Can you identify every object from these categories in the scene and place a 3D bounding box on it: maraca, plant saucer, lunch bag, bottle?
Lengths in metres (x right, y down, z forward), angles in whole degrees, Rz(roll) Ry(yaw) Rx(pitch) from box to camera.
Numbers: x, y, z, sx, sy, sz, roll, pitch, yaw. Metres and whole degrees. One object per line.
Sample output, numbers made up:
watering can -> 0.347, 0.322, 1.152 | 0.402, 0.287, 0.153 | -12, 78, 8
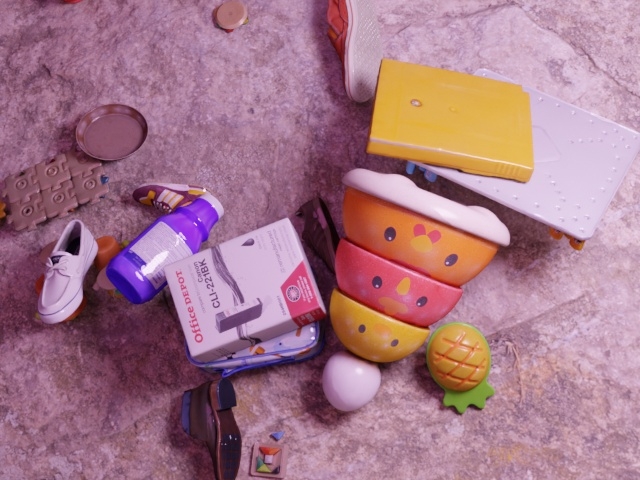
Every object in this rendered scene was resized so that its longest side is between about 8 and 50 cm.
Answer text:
maraca -> 0.280, 0.253, 1.722 | 0.127, 0.099, 0.185 | -14, 96, 8
plant saucer -> -0.489, -0.250, 2.039 | 0.169, 0.029, 0.168 | 2, 58, -3
lunch bag -> -0.147, 0.160, 1.817 | 0.304, 0.115, 0.243 | -10, 72, 5
bottle -> -0.319, 0.008, 1.827 | 0.118, 0.092, 0.283 | 48, 58, -9

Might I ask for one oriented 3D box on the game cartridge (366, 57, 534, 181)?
game cartridge -> 0.265, -0.247, 1.748 | 0.324, 0.052, 0.285 | 12, 45, 0

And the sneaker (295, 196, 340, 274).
sneaker -> 0.000, 0.000, 1.880 | 0.071, 0.066, 0.188 | -26, 63, 18

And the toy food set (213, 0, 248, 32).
toy food set -> -0.219, -0.550, 2.118 | 0.083, 0.020, 0.082 | -21, 70, 2

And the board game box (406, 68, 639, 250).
board game box -> 0.421, -0.180, 1.772 | 0.390, 0.050, 0.390 | 27, 48, 17

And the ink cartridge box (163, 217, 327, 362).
ink cartridge box -> -0.150, 0.102, 1.716 | 0.273, 0.114, 0.196 | -22, 74, 2

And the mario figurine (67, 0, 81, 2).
mario figurine -> -0.668, -0.739, 2.176 | 0.198, 0.170, 0.320 | -52, 58, 27

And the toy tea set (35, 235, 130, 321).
toy tea set -> -0.473, 0.085, 1.918 | 0.336, 0.124, 0.200 | -6, 41, 11

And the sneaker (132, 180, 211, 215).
sneaker -> -0.341, -0.083, 1.954 | 0.186, 0.069, 0.083 | 0, 66, 11

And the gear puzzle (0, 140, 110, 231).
gear puzzle -> -0.656, -0.100, 2.029 | 0.339, 0.044, 0.175 | -23, 62, 1

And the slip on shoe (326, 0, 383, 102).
slip on shoe -> 0.071, -0.469, 2.004 | 0.101, 0.123, 0.331 | -17, 71, 38

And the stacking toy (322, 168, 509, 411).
stacking toy -> 0.138, 0.122, 1.721 | 0.351, 0.351, 0.479 | 22, 94, 16

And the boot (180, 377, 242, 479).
boot -> -0.227, 0.399, 1.783 | 0.106, 0.082, 0.219 | -12, 73, 29

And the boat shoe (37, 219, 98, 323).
boat shoe -> -0.540, 0.060, 1.805 | 0.095, 0.084, 0.258 | -9, 40, 8

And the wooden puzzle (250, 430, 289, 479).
wooden puzzle -> -0.104, 0.449, 1.762 | 0.079, 0.014, 0.116 | -4, 71, 8
